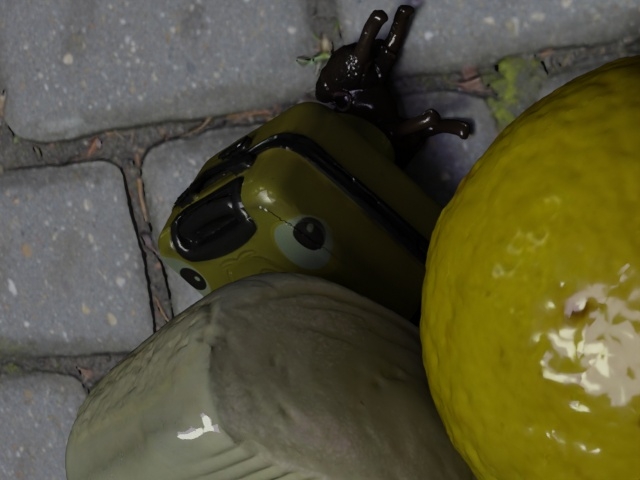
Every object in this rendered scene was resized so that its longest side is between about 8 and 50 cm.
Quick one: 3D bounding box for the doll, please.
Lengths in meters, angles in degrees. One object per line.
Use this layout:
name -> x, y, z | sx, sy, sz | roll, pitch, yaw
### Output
doll -> 0.042, -0.108, 1.354 | 0.165, 0.057, 0.139 | -30, 88, 42

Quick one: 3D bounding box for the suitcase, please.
suitcase -> 0.000, 0.000, 1.323 | 0.235, 0.143, 0.194 | 42, 143, -19

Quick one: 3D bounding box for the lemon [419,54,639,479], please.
lemon -> 0.246, 0.042, 1.078 | 0.350, 0.350, 0.387 | 28, 115, 26

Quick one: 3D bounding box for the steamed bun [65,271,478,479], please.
steamed bun -> 0.011, 0.170, 1.213 | 0.383, 0.236, 0.247 | 37, 137, -23
